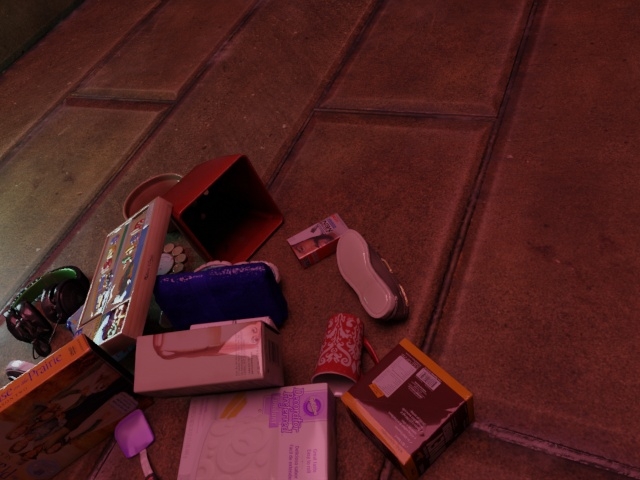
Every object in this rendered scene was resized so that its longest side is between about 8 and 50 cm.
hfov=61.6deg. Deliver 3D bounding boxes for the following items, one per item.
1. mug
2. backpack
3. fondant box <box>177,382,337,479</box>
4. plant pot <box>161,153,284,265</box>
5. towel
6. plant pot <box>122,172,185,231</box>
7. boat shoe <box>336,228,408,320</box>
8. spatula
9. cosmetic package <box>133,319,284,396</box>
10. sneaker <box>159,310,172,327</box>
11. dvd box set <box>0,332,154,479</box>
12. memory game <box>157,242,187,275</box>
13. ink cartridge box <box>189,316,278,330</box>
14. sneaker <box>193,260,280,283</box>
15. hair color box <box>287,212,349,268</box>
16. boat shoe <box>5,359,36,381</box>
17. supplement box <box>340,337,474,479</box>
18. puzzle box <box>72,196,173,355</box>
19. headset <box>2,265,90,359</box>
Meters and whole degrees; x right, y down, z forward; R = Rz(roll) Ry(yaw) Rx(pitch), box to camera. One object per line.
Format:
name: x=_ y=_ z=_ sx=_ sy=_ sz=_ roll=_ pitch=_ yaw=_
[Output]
mug: x=0.061 y=0.276 z=1.272 sx=0.113 sy=0.150 sz=0.169 roll=-35 pitch=30 yaw=40
backpack: x=-0.589 y=0.248 z=1.486 sx=0.173 sy=0.117 sz=0.158 roll=32 pitch=67 yaw=33
fondant box: x=-0.133 y=0.453 z=1.171 sx=0.330 sy=0.096 sz=0.238 roll=-8 pitch=49 yaw=10
plant pot: x=-0.321 y=-0.089 z=1.605 sx=0.236 sy=0.267 sz=0.267 roll=17 pitch=57 yaw=44
towel: x=-0.254 y=0.158 z=1.373 sx=0.308 sy=0.227 sz=0.076 roll=-9 pitch=49 yaw=10
plant pot: x=-0.514 y=-0.104 z=1.764 sx=0.237 sy=0.109 sz=0.237 roll=-9 pitch=50 yaw=11
boat shoe: x=0.132 y=0.089 z=1.397 sx=0.109 sy=0.091 sz=0.305 roll=-52 pitch=41 yaw=23
spatula: x=-0.399 y=0.527 z=1.240 sx=0.084 sy=0.030 sz=0.296 roll=-35 pitch=49 yaw=-11
cosmetic package: x=-0.245 y=0.271 z=1.204 sx=0.296 sy=0.153 sz=0.129 roll=-9 pitch=68 yaw=9
sneaker: x=-0.428 y=0.184 z=1.538 sx=0.065 sy=0.061 sz=0.158 roll=-23 pitch=40 yaw=37
dvd box set: x=-0.633 y=0.423 z=1.221 sx=0.420 sy=0.307 sz=0.062 roll=-35 pitch=51 yaw=-13
memory game: x=-0.501 y=0.082 z=1.667 sx=0.186 sy=0.012 sz=0.186 roll=-10 pitch=48 yaw=11
ink cartridge box: x=-0.221 y=0.287 z=1.344 sx=0.218 sy=0.092 sz=0.158 roll=-9 pitch=50 yaw=13
sneaker: x=-0.248 y=0.119 z=1.473 sx=0.275 sy=0.107 sz=0.110 roll=-9 pitch=32 yaw=12
hair color box: x=0.000 y=0.000 z=1.542 sx=0.167 sy=0.053 sz=0.093 roll=-30 pitch=49 yaw=-6
boat shoe: x=-0.731 y=0.404 z=1.413 sx=0.301 sy=0.108 sz=0.102 roll=14 pitch=55 yaw=20
supplement box: x=0.184 y=0.354 z=1.126 sx=0.194 sy=0.129 sz=0.191 roll=-39 pitch=50 yaw=-16
puzzle box: x=-0.514 y=0.105 z=1.385 sx=0.272 sy=0.052 sz=0.408 roll=-29 pitch=44 yaw=34
headset: x=-0.810 y=0.191 z=1.560 sx=0.243 sy=0.185 sz=0.394 roll=-29 pitch=37 yaw=-7
